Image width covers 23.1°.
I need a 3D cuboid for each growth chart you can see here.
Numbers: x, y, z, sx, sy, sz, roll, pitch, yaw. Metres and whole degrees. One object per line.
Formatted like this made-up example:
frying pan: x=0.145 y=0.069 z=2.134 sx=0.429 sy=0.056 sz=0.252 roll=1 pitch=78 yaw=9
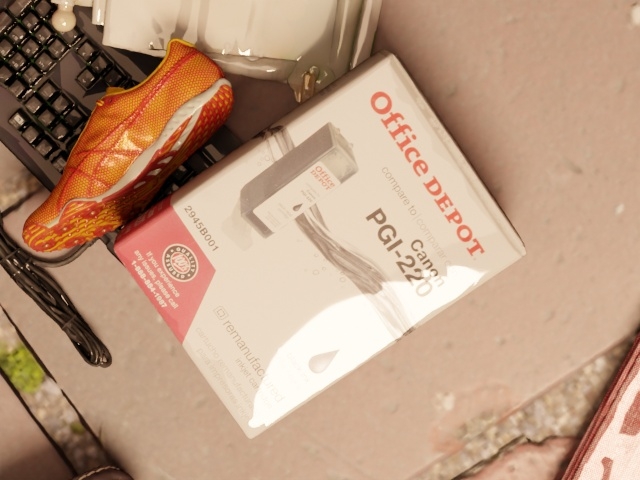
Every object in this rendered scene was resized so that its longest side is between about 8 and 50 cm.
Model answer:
growth chart: x=-0.064 y=-0.187 z=1.036 sx=0.237 sy=0.021 sz=0.172 roll=17 pitch=99 yaw=-3

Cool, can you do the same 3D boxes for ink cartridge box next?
ink cartridge box: x=0.000 y=0.000 z=1.013 sx=0.218 sy=0.092 sz=0.158 roll=-35 pitch=97 yaw=2

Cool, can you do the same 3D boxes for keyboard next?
keyboard: x=-0.143 y=-0.015 z=1.079 sx=0.317 sy=0.033 sz=0.201 roll=45 pitch=101 yaw=-1

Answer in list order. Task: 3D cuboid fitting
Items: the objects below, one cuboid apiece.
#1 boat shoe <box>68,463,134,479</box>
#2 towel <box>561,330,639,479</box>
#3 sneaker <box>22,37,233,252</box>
boat shoe: x=-0.254 y=0.227 z=1.096 sx=0.285 sy=0.103 sz=0.092 roll=-34 pitch=61 yaw=9
towel: x=0.321 y=0.215 z=1.064 sx=0.329 sy=0.037 sz=0.237 roll=27 pitch=99 yaw=0
sneaker: x=-0.133 y=-0.060 z=1.036 sx=0.175 sy=0.064 sz=0.067 roll=-43 pitch=70 yaw=6
